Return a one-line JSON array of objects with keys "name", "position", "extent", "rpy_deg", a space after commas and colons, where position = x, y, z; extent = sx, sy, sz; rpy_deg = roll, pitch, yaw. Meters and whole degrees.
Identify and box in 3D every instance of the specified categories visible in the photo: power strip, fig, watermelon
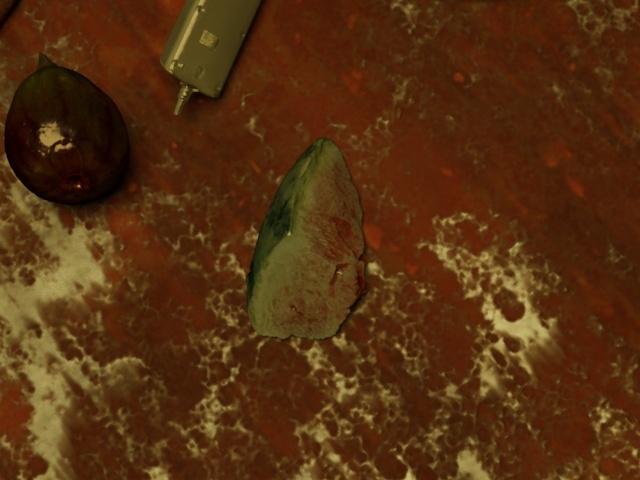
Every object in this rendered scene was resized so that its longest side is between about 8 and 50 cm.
[{"name": "power strip", "position": [-0.078, -0.224, 1.745], "extent": [0.060, 0.027, 0.252], "rpy_deg": [28, 83, -30]}, {"name": "fig", "position": [-0.227, -0.105, 1.731], "extent": [0.103, 0.109, 0.154], "rpy_deg": [-28, 48, 18]}, {"name": "watermelon", "position": [-0.008, -0.004, 1.701], "extent": [0.094, 0.081, 0.180], "rpy_deg": [3, 85, -17]}]

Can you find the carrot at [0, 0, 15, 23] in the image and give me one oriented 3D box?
[{"name": "carrot", "position": [-0.294, -0.220, 1.790], "extent": [0.036, 0.035, 0.165], "rpy_deg": [24, 86, 12]}]
